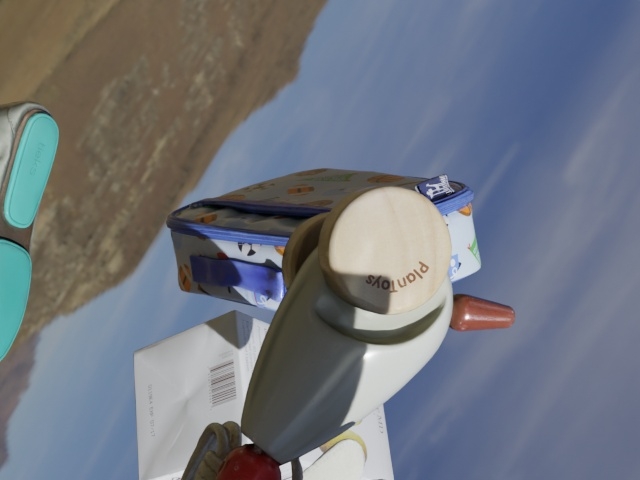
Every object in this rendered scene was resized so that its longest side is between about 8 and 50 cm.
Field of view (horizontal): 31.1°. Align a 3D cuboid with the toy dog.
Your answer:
[{"bbox_3d":[0.024,0.124,0.783,0.220,0.161,0.333,-102,-145,-73],"label":"toy dog"}]

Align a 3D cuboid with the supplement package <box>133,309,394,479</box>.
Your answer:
[{"bbox_3d":[-0.052,0.179,1.140,0.134,0.244,0.139,-23,-120,29],"label":"supplement package"}]

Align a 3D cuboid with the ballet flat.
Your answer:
[{"bbox_3d":[-0.254,-0.005,0.877,0.072,0.068,0.213,43,54,-63],"label":"ballet flat"}]

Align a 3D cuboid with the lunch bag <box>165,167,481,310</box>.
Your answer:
[{"bbox_3d":[0.000,0.000,1.170,0.243,0.115,0.303,-17,-164,-41],"label":"lunch bag"}]
